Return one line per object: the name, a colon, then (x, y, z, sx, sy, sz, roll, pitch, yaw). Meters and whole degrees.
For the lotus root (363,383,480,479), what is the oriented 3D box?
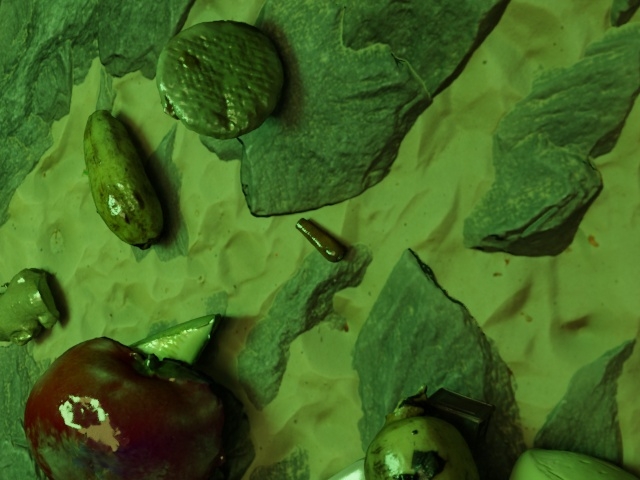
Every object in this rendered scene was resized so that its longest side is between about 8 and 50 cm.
lotus root: (0.136, 0.316, 1.041, 0.140, 0.154, 0.257, -23, 61, -3)

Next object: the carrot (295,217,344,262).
carrot: (0.000, 0.000, 1.238, 0.093, 0.032, 0.032, 40, 111, 27)

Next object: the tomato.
tomato: (-0.324, 0.323, 1.278, 0.335, 0.176, 0.289, 21, 111, 13)

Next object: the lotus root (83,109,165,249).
lotus root: (-0.345, -0.101, 1.396, 0.110, 0.097, 0.258, -35, 72, 30)

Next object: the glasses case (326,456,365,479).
glasses case: (0.011, 0.427, 1.229, 0.297, 0.075, 0.113, -39, 73, 25)

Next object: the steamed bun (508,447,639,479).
steamed bun: (0.329, 0.379, 0.997, 0.250, 0.155, 0.200, 24, 105, 25)

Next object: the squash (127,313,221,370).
squash: (-0.270, 0.164, 1.364, 0.169, 0.093, 0.252, 36, 112, 9)

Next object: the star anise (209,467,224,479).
star anise: (-0.166, 0.430, 1.339, 0.129, 0.056, 0.124, 10, 100, 44)

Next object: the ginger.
ginger: (-0.582, 0.134, 1.556, 0.213, 0.074, 0.137, -20, 73, 25)

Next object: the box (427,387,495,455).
box: (0.187, 0.251, 1.130, 0.085, 0.060, 0.063, 16, 108, 28)

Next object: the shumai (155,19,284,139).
shumai: (-0.161, -0.239, 1.268, 0.201, 0.120, 0.201, 3, 76, -11)
